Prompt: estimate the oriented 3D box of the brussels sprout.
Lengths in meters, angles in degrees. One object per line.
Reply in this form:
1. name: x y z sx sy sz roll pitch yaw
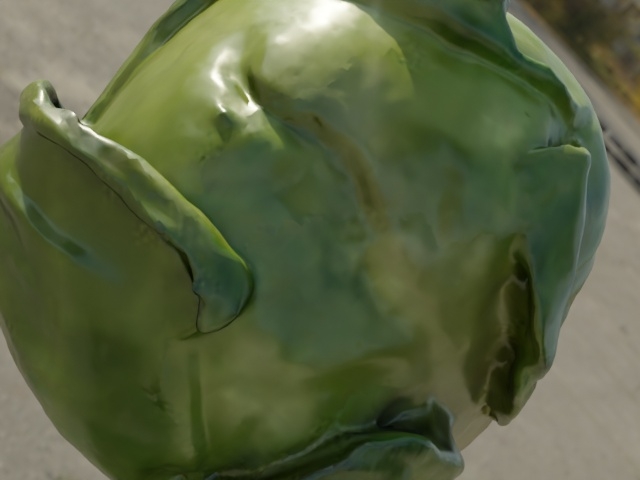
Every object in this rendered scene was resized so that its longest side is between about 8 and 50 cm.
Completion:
1. brussels sprout: -0.002 0.001 0.760 0.227 0.259 0.294 37 -6 40
